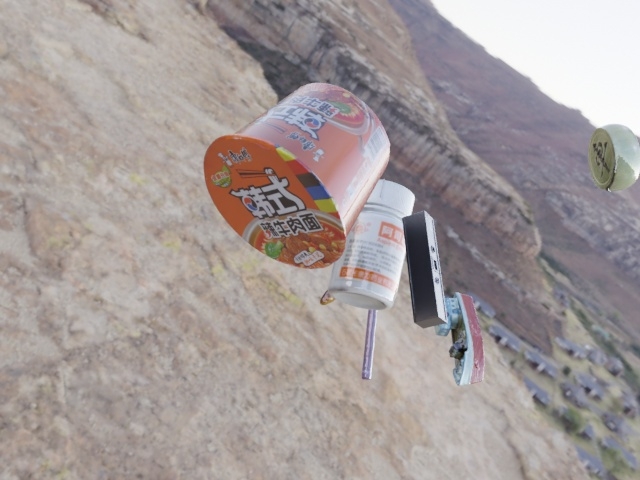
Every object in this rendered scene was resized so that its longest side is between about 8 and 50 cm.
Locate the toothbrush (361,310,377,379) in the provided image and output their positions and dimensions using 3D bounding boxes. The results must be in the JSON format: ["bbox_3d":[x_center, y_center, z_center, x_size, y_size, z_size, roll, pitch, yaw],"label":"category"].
[{"bbox_3d":[0.125,0.161,1.577,0.029,0.024,0.353,43,49,-53],"label":"toothbrush"}]

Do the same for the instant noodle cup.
[{"bbox_3d":[-0.022,-0.107,0.994,0.250,0.250,0.192,37,56,3],"label":"instant noodle cup"}]

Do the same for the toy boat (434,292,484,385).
[{"bbox_3d":[0.460,0.339,2.188,0.133,0.145,0.331,3,51,-7],"label":"toy boat"}]

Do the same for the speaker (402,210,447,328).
[{"bbox_3d":[0.171,0.046,1.070,0.040,0.046,0.191,37,44,-50],"label":"speaker"}]

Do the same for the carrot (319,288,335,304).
[{"bbox_3d":[0.051,0.146,1.953,0.048,0.139,0.048,50,-12,14],"label":"carrot"}]

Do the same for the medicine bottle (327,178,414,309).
[{"bbox_3d":[0.109,0.009,1.355,0.145,0.251,0.144,11,-20,4],"label":"medicine bottle"}]

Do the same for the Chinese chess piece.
[{"bbox_3d":[0.360,-0.102,0.803,0.034,0.084,0.084,-6,22,0],"label":"Chinese chess piece"}]
